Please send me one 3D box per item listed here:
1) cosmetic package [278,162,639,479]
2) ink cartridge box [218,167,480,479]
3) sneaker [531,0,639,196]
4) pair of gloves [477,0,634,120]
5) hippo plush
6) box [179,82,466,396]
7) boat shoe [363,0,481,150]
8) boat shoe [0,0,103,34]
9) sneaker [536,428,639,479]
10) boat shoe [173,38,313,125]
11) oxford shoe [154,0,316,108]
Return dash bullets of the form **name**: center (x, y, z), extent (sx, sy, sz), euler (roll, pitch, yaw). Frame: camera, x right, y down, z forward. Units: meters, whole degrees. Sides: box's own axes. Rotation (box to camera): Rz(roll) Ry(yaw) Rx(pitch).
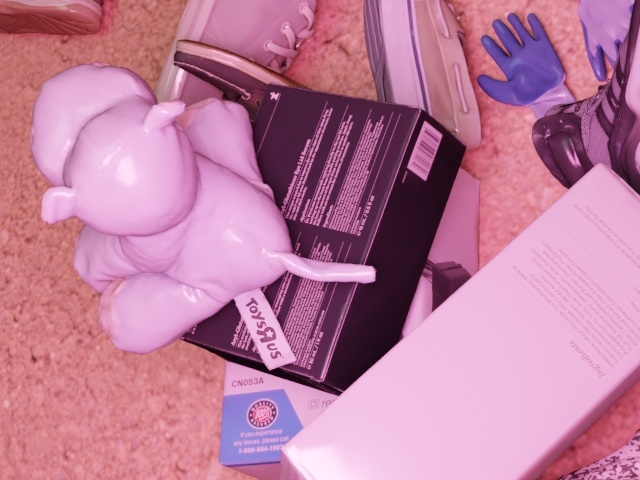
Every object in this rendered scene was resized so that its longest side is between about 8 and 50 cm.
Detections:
- **cosmetic package**: center (0.146, 0.129, 1.347), extent (0.365, 0.197, 0.155), euler (-39, 77, -15)
- **ink cartridge box**: center (0.031, 0.077, 1.579), extent (0.223, 0.129, 0.307), euler (-10, 67, 30)
- **sneaker**: center (0.272, -0.133, 1.471), extent (0.153, 0.101, 0.269), euler (19, 117, 45)
- **pair of gloves**: center (0.251, -0.194, 1.607), extent (0.198, 0.023, 0.159), euler (-35, 55, 16)
- **hippo plush**: center (-0.160, -0.021, 1.387), extent (0.234, 0.236, 0.294), euler (-45, 52, 11)
- **box**: center (0.000, 0.000, 1.483), extent (0.184, 0.103, 0.261), euler (14, 80, 36)
- **boat shoe**: center (0.103, -0.207, 1.673), extent (0.094, 0.109, 0.302), euler (0, 60, -9)
- **boat shoe**: center (-0.387, -0.321, 2.030), extent (0.285, 0.103, 0.092), euler (9, 72, 32)
- **sneaker**: center (0.176, 0.297, 1.427), extent (0.410, 0.158, 0.182), euler (-29, 27, 23)
- **boat shoe**: center (-0.058, -0.142, 1.678), extent (0.073, 0.223, 0.080), euler (-66, 23, 2)
- **oxford shoe**: center (-0.079, -0.228, 1.766), extent (0.130, 0.169, 0.449), euler (21, 85, 5)
